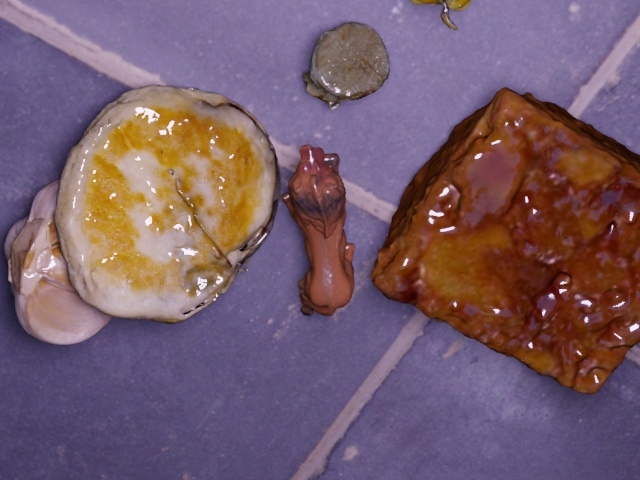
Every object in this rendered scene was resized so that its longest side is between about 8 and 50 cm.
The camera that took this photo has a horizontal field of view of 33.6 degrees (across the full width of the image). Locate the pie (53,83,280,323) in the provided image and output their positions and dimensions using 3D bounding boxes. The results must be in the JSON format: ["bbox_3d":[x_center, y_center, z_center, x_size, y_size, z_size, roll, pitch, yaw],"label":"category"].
[{"bbox_3d":[-0.203,-0.046,1.440,0.339,0.077,0.339,-9,109,-26],"label":"pie"}]

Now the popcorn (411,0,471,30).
[{"bbox_3d":[0.117,-0.371,1.286,0.168,0.173,0.195,-18,123,-9],"label":"popcorn"}]

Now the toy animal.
[{"bbox_3d":[0.000,0.000,1.472,0.097,0.157,0.312,-7,117,1],"label":"toy animal"}]

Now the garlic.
[{"bbox_3d":[-0.361,0.030,1.479,0.178,0.143,0.229,14,82,-46],"label":"garlic"}]

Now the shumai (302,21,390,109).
[{"bbox_3d":[0.027,-0.224,1.403,0.124,0.087,0.099,-28,89,-31],"label":"shumai"}]

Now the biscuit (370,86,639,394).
[{"bbox_3d":[0.313,-0.002,1.482,0.395,0.166,0.342,29,114,-15],"label":"biscuit"}]
